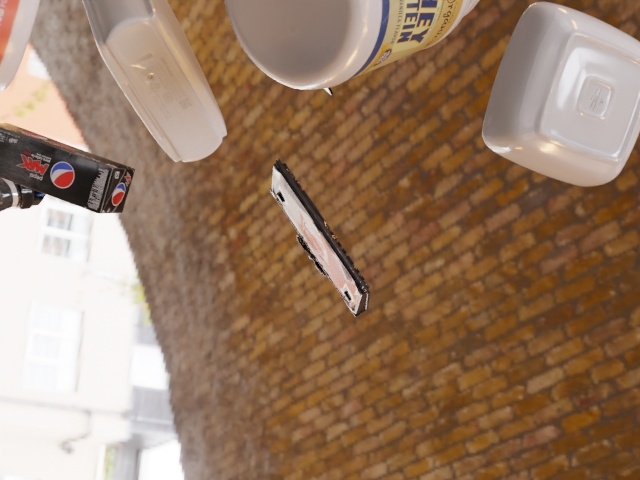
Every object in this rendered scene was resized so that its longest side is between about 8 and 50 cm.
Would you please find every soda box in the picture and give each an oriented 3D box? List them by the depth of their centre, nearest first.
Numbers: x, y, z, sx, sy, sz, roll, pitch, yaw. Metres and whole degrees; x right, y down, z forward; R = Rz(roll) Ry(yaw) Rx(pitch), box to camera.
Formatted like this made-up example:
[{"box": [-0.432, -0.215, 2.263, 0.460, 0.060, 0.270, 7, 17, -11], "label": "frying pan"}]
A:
[{"box": [-0.292, -0.080, 1.202, 0.169, 0.060, 0.053, 20, -82, 14], "label": "soda box"}]

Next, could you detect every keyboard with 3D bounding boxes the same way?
[{"box": [0.000, 0.000, 1.219, 0.180, 0.023, 0.108, 57, -16, 17], "label": "keyboard"}]

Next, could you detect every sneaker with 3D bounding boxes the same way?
[{"box": [-0.527, -0.095, 1.856, 0.217, 0.121, 0.079, -140, -131, -56], "label": "sneaker"}]

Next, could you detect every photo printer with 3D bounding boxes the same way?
[{"box": [-0.256, -0.291, 1.628, 0.107, 0.256, 0.307, -28, -139, 1], "label": "photo printer"}]

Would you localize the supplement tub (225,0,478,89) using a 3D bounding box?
[{"box": [0.055, -0.335, 1.398, 0.228, 0.316, 0.228, 18, -58, 33], "label": "supplement tub"}]

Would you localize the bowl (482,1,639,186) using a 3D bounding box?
[{"box": [0.223, -0.123, 0.946, 0.053, 0.142, 0.142, 22, -86, 67], "label": "bowl"}]

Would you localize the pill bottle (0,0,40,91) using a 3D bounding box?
[{"box": [-0.256, -0.155, 0.547, 0.124, 0.221, 0.124, -35, -131, 56], "label": "pill bottle"}]

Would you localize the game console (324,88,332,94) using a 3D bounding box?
[{"box": [-0.050, -0.270, 1.712, 0.122, 0.107, 0.071, 46, -38, 31], "label": "game console"}]
